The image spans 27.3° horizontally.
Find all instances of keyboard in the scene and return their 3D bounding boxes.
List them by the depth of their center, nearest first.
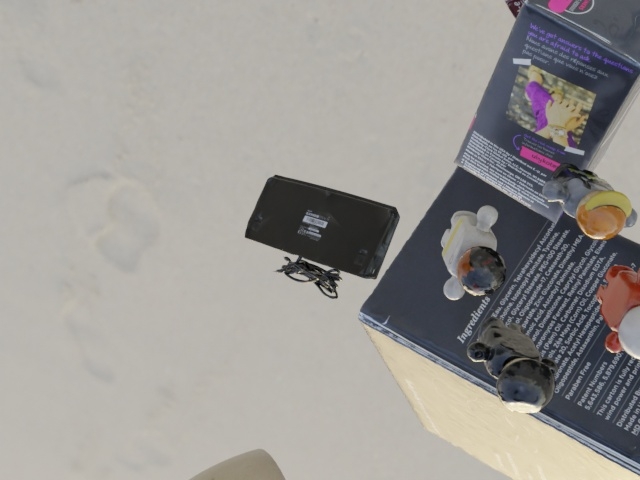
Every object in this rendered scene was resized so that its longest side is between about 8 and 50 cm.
[{"bbox_3d":[0.000,0.000,1.266,0.038,0.100,0.192,31,172,-41],"label":"keyboard"}]

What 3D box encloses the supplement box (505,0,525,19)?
[{"bbox_3d":[0.321,-0.377,1.593,0.239,0.130,0.073,-25,158,17],"label":"supplement box"}]

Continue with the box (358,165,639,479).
[{"bbox_3d":[0.366,0.194,1.940,0.471,0.297,0.480,26,163,26],"label":"box"}]

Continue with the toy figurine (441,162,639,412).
[{"bbox_3d":[0.236,0.046,1.327,0.148,0.213,0.210,-100,-12,-68],"label":"toy figurine"}]

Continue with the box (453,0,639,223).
[{"bbox_3d":[0.274,-0.177,1.439,0.143,0.165,0.270,32,144,10],"label":"box"}]

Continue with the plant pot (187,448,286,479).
[{"bbox_3d":[-0.129,0.402,1.522,0.190,0.284,0.284,-11,165,-18],"label":"plant pot"}]
